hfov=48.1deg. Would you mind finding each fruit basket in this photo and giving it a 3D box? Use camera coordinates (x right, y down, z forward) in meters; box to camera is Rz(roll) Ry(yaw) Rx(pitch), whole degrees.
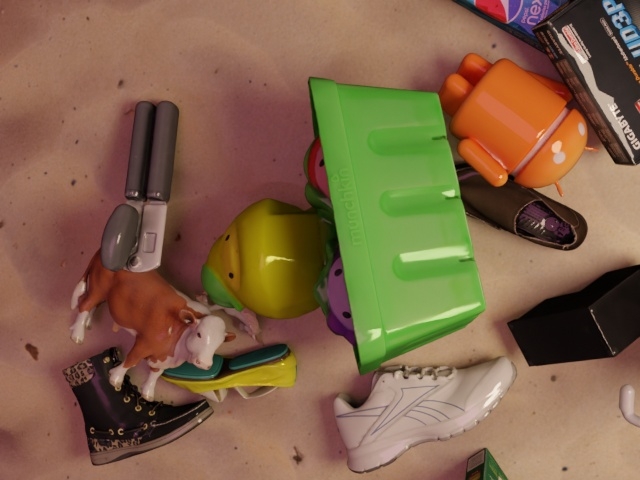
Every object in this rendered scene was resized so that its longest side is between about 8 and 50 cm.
[{"bbox_3d":[0.000,0.000,0.967,0.392,0.283,0.391,-1,76,2],"label":"fruit basket"}]

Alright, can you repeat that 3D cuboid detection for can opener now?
[{"bbox_3d":[-0.270,-0.086,1.104,0.074,0.093,0.280,3,77,13],"label":"can opener"}]

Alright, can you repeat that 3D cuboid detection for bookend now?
[{"bbox_3d":[0.373,0.101,0.991,0.072,0.156,0.157,63,150,0],"label":"bookend"}]

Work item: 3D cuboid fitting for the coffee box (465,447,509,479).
[{"bbox_3d":[0.247,0.378,1.008,0.040,0.184,0.113,-34,88,15],"label":"coffee box"}]

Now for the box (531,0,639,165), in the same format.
[{"bbox_3d":[0.402,-0.234,0.916,0.175,0.051,0.220,-36,101,-3],"label":"box"}]

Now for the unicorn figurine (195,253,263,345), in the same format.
[{"bbox_3d":[-0.136,0.084,1.134,0.111,0.060,0.161,16,103,16],"label":"unicorn figurine"}]

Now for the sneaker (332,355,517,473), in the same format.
[{"bbox_3d":[0.145,0.237,1.061,0.297,0.111,0.129,-29,83,15],"label":"sneaker"}]

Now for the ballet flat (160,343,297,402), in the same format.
[{"bbox_3d":[-0.146,0.221,1.151,0.231,0.077,0.077,-10,111,13],"label":"ballet flat"}]

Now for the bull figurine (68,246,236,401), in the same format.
[{"bbox_3d":[-0.274,0.129,1.123,0.310,0.101,0.188,40,95,30],"label":"bull figurine"}]

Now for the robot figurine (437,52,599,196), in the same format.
[{"bbox_3d":[0.265,-0.159,0.969,0.219,0.158,0.128,39,126,7],"label":"robot figurine"}]

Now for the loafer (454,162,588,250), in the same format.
[{"bbox_3d":[0.270,-0.050,1.005,0.220,0.078,0.080,22,101,11],"label":"loafer"}]

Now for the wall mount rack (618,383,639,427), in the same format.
[{"bbox_3d":[0.487,0.079,0.885,0.130,0.350,0.304,19,106,47],"label":"wall mount rack"}]

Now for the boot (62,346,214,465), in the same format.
[{"bbox_3d":[-0.309,0.258,1.188,0.237,0.085,0.178,-23,88,16],"label":"boot"}]

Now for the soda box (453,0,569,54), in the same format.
[{"bbox_3d":[0.248,-0.333,0.980,0.210,0.071,0.067,32,103,8],"label":"soda box"}]
